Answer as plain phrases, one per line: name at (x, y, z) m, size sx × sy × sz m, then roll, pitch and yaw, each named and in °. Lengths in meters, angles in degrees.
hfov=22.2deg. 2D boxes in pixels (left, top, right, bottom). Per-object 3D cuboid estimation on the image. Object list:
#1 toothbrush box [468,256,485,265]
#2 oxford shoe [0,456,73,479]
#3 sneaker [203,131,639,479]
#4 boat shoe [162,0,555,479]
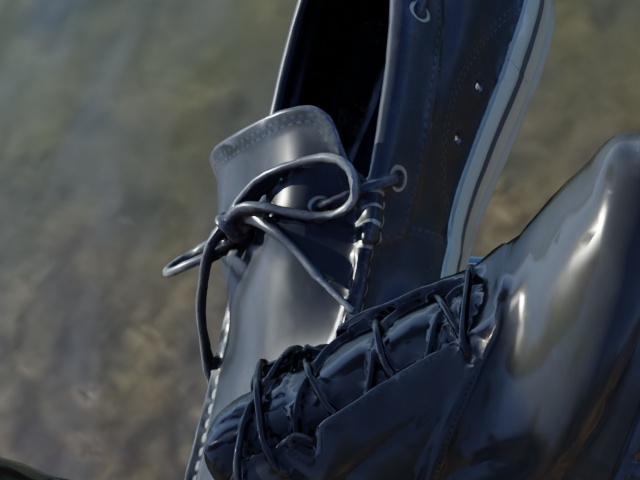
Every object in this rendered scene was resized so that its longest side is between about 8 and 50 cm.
toothbrush box at (0.098, 0.075, 1.579) m, size 0.295 × 0.216 × 0.126 m, roll -175°, pitch 88°, yaw -65°
oxford shoe at (-0.096, 0.128, 0.688) m, size 0.096 × 0.227 × 0.083 m, roll -22°, pitch 60°, yaw 25°
sneaker at (0.033, 0.071, 0.581) m, size 0.286 × 0.130 × 0.109 m, roll -60°, pitch 7°, yaw 31°
boat shoe at (0.000, 0.000, 0.965) m, size 0.186 × 0.156 × 0.500 m, roll -18°, pitch 45°, yaw 52°
